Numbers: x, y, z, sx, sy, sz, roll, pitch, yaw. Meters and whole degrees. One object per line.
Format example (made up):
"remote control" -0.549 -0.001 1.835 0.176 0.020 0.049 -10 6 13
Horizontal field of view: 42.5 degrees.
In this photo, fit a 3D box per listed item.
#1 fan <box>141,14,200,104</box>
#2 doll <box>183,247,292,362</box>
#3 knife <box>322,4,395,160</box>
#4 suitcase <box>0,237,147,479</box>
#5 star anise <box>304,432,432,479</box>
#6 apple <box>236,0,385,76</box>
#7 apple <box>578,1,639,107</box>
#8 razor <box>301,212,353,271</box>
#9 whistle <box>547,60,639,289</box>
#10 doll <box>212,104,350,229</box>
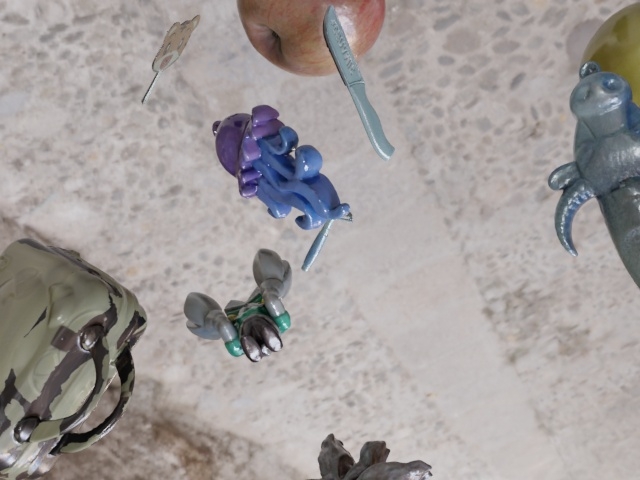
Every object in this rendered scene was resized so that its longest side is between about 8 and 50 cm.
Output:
"fan" -0.335 -0.387 1.780 0.227 0.008 0.152 -54 179 28
"doll" -0.107 0.106 1.357 0.195 0.153 0.258 -30 -165 -31
"knife" 0.046 -0.194 1.040 0.028 0.015 0.210 -29 111 -8
"suitcase" -0.441 0.185 1.278 0.352 0.339 0.194 -57 145 -13
"star anise" 0.052 0.476 1.406 0.316 0.359 0.139 -36 133 11
"apple" -0.033 -0.511 1.820 0.269 0.344 0.344 -54 140 1
"apple" 0.661 -0.340 1.654 0.262 0.262 0.262 -15 144 -12
"razor" 0.000 0.000 1.489 0.068 0.040 0.135 11 117 -34
"whistle" 0.333 -0.070 0.897 0.180 0.269 0.093 -21 170 19
"doll" -0.045 -0.071 0.825 0.067 0.206 0.110 -20 136 -39
